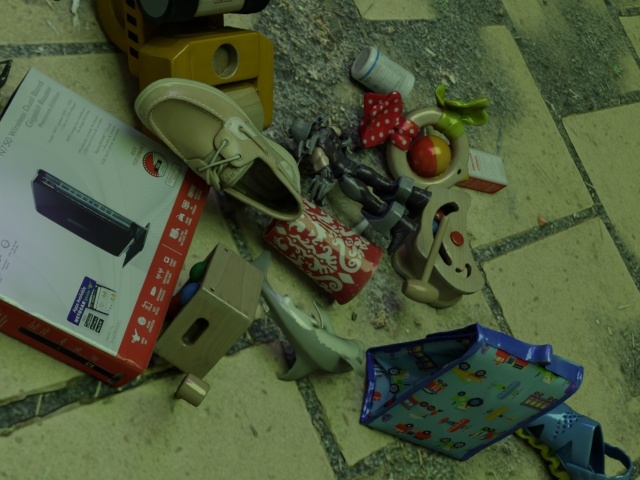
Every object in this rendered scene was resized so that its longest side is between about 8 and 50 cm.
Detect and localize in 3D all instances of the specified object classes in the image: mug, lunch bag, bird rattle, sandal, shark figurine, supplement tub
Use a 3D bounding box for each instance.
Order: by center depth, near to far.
[{"bbox_3d":[-0.039,0.149,1.396,0.278,0.116,0.166,41,14,-25],"label":"shark figurine"},{"bbox_3d":[0.240,0.220,1.443,0.220,0.293,0.138,25,54,-28],"label":"lunch bag"},{"bbox_3d":[-0.005,0.008,1.509,0.169,0.150,0.113,37,85,-13],"label":"mug"},{"bbox_3d":[0.439,0.338,1.656,0.317,0.138,0.126,52,48,-2],"label":"sandal"},{"bbox_3d":[0.192,-0.184,1.724,0.253,0.143,0.207,-16,101,-26],"label":"bird rattle"},{"bbox_3d":[0.118,-0.314,1.781,0.107,0.071,0.071,30,52,-25],"label":"supplement tub"}]

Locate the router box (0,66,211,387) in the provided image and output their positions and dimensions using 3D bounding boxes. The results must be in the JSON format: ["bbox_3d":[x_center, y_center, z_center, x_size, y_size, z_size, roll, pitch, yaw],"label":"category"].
[{"bbox_3d":[-0.328,-0.018,1.251,0.301,0.082,0.336,31,51,-23],"label":"router box"}]

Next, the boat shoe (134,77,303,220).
[{"bbox_3d":[-0.132,-0.122,1.333,0.302,0.109,0.098,35,25,-41],"label":"boat shoe"}]

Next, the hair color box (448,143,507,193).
[{"bbox_3d":[0.303,-0.142,1.861,0.141,0.043,0.072,11,61,-36],"label":"hair color box"}]

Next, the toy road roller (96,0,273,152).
[{"bbox_3d":[-0.218,-0.302,1.449,0.202,0.240,0.330,-21,118,-43],"label":"toy road roller"}]

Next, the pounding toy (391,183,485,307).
[{"bbox_3d":[0.231,0.014,1.641,0.154,0.155,0.270,30,52,-19],"label":"pounding toy"}]

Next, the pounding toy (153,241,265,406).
[{"bbox_3d":[-0.175,0.129,1.250,0.094,0.181,0.206,36,25,-13],"label":"pounding toy"}]

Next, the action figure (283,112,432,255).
[{"bbox_3d":[0.047,-0.109,1.586,0.285,0.099,0.185,38,45,-10],"label":"action figure"}]

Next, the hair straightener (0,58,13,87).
[{"bbox_3d":[-0.504,-0.210,1.234,0.089,0.047,0.230,54,46,-3],"label":"hair straightener"}]
